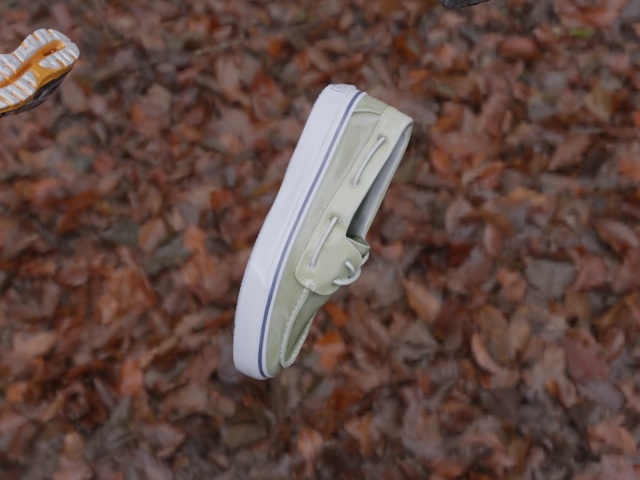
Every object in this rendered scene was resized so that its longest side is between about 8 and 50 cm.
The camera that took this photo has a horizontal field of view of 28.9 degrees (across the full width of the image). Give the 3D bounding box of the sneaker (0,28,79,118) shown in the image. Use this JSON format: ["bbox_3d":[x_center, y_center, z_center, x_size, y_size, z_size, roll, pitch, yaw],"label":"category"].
[{"bbox_3d":[-0.380,-0.184,1.513,0.084,0.083,0.215,45,41,7],"label":"sneaker"}]

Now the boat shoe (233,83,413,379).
[{"bbox_3d":[0.000,0.000,1.199,0.094,0.302,0.109,21,7,18],"label":"boat shoe"}]

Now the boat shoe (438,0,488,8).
[{"bbox_3d":[0.132,-0.222,1.009,0.056,0.049,0.152,39,33,16],"label":"boat shoe"}]
